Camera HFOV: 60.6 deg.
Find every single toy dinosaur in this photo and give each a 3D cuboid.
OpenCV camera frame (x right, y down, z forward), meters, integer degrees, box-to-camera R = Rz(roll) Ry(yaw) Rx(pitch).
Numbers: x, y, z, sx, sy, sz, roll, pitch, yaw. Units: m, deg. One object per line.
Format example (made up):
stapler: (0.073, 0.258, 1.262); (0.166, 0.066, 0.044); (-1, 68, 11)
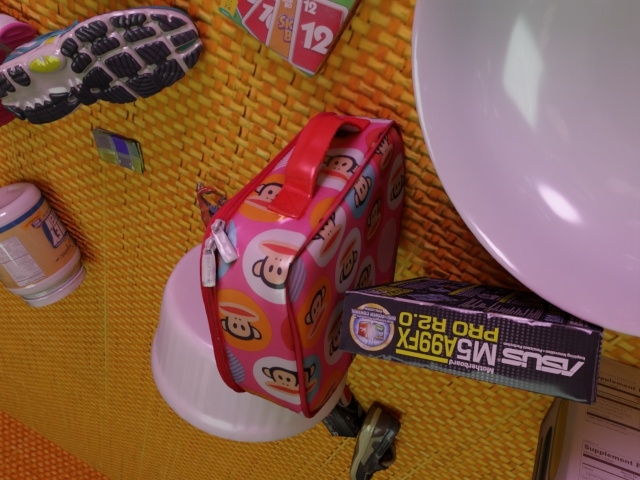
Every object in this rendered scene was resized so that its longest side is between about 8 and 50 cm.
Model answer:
toy dinosaur: (-0.158, -0.041, 0.789); (0.047, 0.090, 0.082); (-1, 162, 13)

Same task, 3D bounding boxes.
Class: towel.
towel: (-0.307, -0.135, 0.832); (0.083, 0.009, 0.060); (19, 135, 15)

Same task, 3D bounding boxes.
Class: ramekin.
ramekin: (-0.084, 0.111, 0.738); (0.277, 0.277, 0.135); (23, 129, 11)

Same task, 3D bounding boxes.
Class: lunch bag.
lunch bag: (0.000, 0.000, 0.560); (0.120, 0.293, 0.258); (14, 131, 21)

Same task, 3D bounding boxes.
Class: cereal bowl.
cereal bowl: (0.224, -0.110, 0.387); (0.339, 0.141, 0.339); (49, 154, 34)

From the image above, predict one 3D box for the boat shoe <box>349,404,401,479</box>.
boat shoe: (0.105, 0.396, 1.021); (0.073, 0.080, 0.223); (21, 132, 20)

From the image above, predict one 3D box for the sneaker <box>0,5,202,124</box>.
sneaker: (-0.271, -0.230, 0.653); (0.275, 0.110, 0.107); (-8, 143, 16)

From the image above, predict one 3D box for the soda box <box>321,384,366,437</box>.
soda box: (0.016, 0.283, 0.990); (0.060, 0.053, 0.169); (-11, 123, 37)

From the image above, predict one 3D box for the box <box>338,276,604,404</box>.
box: (0.172, 0.086, 0.574); (0.216, 0.270, 0.060); (6, 92, 25)

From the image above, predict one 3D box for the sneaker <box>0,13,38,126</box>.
sneaker: (-0.490, -0.246, 0.785); (0.111, 0.103, 0.252); (43, 131, -4)

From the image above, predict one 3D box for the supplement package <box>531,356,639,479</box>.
supplement package: (0.368, 0.318, 0.651); (0.198, 0.262, 0.199); (18, 135, 17)

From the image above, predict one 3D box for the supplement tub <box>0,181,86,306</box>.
supplement tub: (-0.539, 0.009, 1.006); (0.144, 0.144, 0.199); (2, 130, 30)

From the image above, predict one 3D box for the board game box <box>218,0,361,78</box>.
board game box: (0.002, -0.282, 0.493); (0.124, 0.039, 0.259); (36, 135, -3)
